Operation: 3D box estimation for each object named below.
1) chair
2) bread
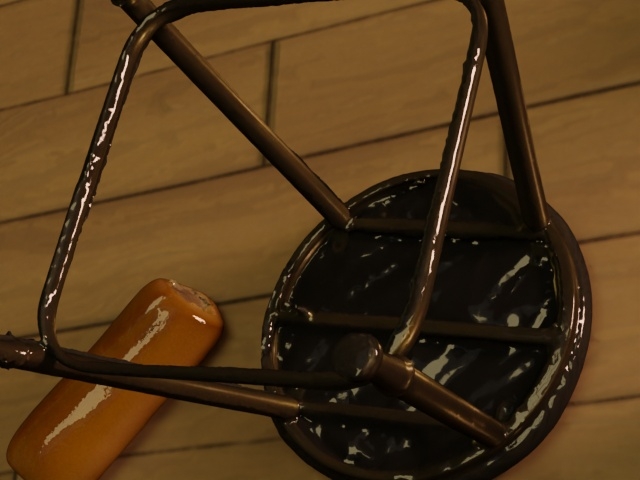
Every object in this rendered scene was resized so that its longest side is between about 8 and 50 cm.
[{"bbox_3d":[0.000,0.000,1.182,0.364,0.410,0.362,1,65,30],"label":"chair"},{"bbox_3d":[-0.193,0.134,1.431,0.239,0.074,0.092,-49,48,-2],"label":"bread"}]
